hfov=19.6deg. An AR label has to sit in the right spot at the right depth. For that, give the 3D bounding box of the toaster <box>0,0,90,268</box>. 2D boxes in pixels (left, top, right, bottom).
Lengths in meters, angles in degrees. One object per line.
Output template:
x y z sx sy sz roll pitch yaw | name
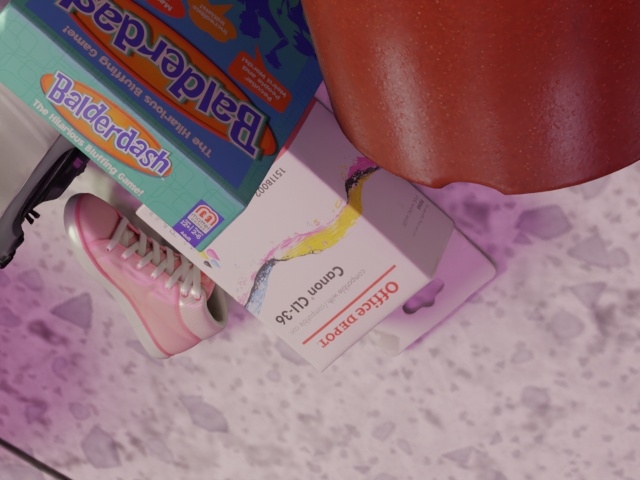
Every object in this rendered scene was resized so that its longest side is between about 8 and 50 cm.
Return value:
-0.198 -0.096 1.131 0.146 0.129 0.227 39 132 -4 | toaster

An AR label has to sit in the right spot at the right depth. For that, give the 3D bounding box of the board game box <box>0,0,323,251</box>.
-0.079 -0.111 1.024 0.160 0.210 0.047 41 126 -11 | board game box

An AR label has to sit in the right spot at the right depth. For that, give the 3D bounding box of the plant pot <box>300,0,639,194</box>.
0.084 -0.183 0.902 0.272 0.272 0.265 4 132 17 | plant pot

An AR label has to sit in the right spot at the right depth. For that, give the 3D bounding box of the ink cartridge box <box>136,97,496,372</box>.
0.000 0.000 1.160 0.198 0.067 0.115 40 126 -10 | ink cartridge box

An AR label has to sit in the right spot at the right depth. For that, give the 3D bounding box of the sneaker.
-0.108 0.016 1.221 0.070 0.051 0.134 -18 118 27 | sneaker
